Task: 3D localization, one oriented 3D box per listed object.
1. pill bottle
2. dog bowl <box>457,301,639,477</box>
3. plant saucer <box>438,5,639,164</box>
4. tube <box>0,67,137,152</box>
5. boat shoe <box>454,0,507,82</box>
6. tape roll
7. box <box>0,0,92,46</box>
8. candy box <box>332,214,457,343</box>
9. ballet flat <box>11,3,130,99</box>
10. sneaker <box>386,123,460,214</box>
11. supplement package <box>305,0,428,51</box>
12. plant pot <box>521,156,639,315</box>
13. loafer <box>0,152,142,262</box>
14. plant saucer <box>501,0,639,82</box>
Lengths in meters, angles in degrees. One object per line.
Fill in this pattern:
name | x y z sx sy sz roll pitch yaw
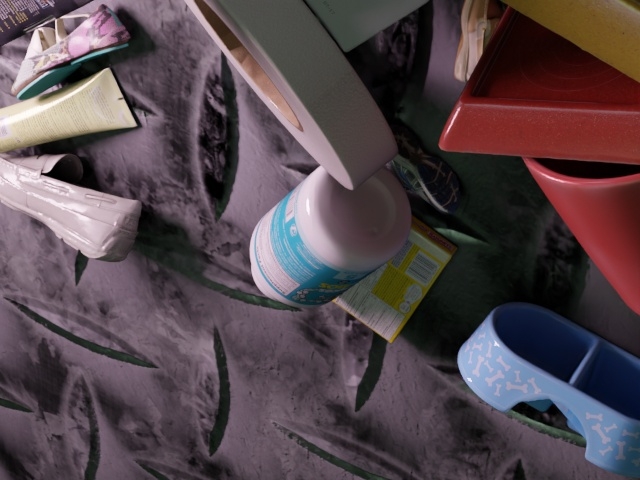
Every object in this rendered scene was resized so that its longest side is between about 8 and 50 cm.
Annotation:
pill bottle | 0.000 0.000 2.039 0.146 0.146 0.264 45 150 -4
dog bowl | 0.319 0.178 1.974 0.297 0.166 0.074 30 124 12
plant saucer | 0.273 -0.190 1.622 0.258 0.259 0.048 6 141 31
tube | -0.376 -0.175 2.240 0.240 0.062 0.070 -13 157 27
boat shoe | 0.193 -0.243 1.789 0.059 0.063 0.170 22 143 15
tape roll | -0.058 -0.226 1.803 0.392 0.072 0.392 50 176 5
box | -0.401 -0.379 1.593 0.318 0.097 0.395 -18 113 40
candy box | 0.096 0.046 2.113 0.105 0.027 0.206 38 137 7
ballet flat | -0.348 -0.263 2.150 0.221 0.077 0.079 -21 92 39
sneaker | 0.121 -0.084 1.981 0.135 0.052 0.058 50 147 1
supplement package | 0.084 -0.332 1.654 0.134 0.244 0.139 -26 107 46
plant pot | 0.377 -0.060 1.677 0.275 0.275 0.243 -1 132 36
loafer | -0.390 -0.080 2.312 0.319 0.112 0.111 29 97 21
plant saucer | 0.308 -0.338 1.474 0.333 0.081 0.333 32 97 10
